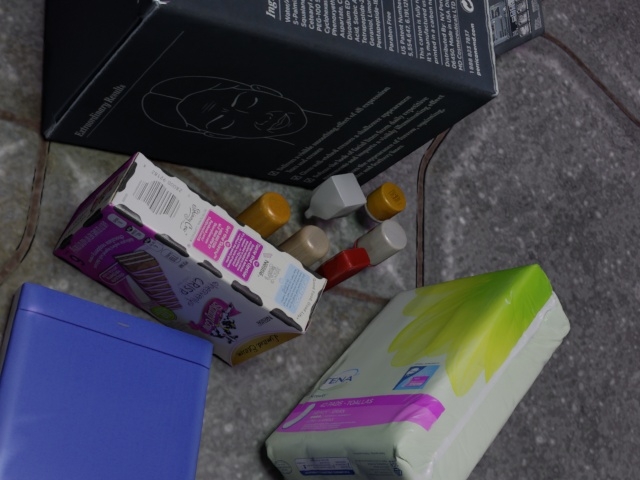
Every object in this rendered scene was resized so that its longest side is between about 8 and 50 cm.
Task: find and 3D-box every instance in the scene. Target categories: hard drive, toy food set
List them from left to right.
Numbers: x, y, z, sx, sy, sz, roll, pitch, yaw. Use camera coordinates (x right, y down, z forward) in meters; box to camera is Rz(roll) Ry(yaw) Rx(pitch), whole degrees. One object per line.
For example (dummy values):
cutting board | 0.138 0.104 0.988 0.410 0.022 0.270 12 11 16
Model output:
hard drive | -0.219 0.217 1.099 0.210 0.040 0.319 21 56 -26
toy food set | 0.000 0.000 1.327 0.232 0.104 0.111 -13 73 -48

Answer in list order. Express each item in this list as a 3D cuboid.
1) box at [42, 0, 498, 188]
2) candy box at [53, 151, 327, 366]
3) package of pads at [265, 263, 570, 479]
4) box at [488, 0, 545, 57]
box | -0.061 -0.222 1.240 0.395 0.293 0.212 9 66 -32
candy box | -0.134 0.027 1.174 0.233 0.159 0.071 34 57 -18
package of pads | 0.102 0.158 1.237 0.296 0.229 0.101 -45 109 -36
box | 0.206 -0.358 1.547 0.183 0.059 0.233 -30 118 -31
